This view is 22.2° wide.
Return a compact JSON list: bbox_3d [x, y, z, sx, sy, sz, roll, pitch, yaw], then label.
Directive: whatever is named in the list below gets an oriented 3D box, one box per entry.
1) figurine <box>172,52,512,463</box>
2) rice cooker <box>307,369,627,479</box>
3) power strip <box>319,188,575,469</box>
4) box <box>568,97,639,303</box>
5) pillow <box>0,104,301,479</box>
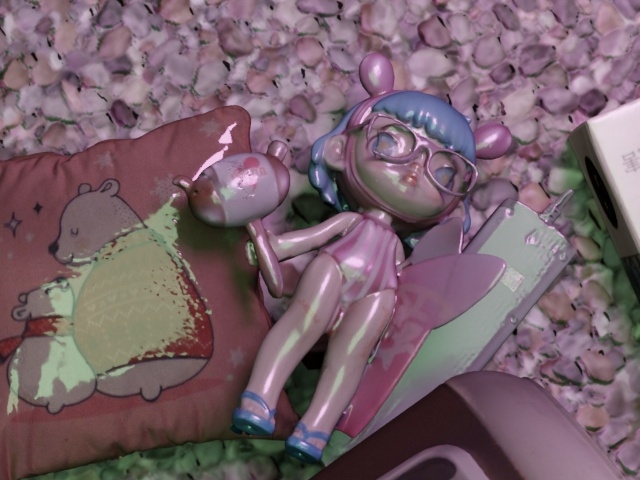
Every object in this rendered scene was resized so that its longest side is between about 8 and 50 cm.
[{"bbox_3d":[0.003,0.006,1.024,0.205,0.103,0.260,25,71,-1],"label":"figurine"},{"bbox_3d":[0.063,0.269,0.929,0.325,0.335,0.335,-35,88,-2],"label":"rice cooker"},{"bbox_3d":[0.087,0.063,1.082,0.060,0.027,0.253,39,87,2],"label":"power strip"},{"bbox_3d":[0.290,0.011,1.070,0.164,0.069,0.256,-23,87,-2],"label":"box"},{"bbox_3d":[-0.140,0.041,1.050,0.236,0.084,0.223,-12,88,-1],"label":"pillow"}]
